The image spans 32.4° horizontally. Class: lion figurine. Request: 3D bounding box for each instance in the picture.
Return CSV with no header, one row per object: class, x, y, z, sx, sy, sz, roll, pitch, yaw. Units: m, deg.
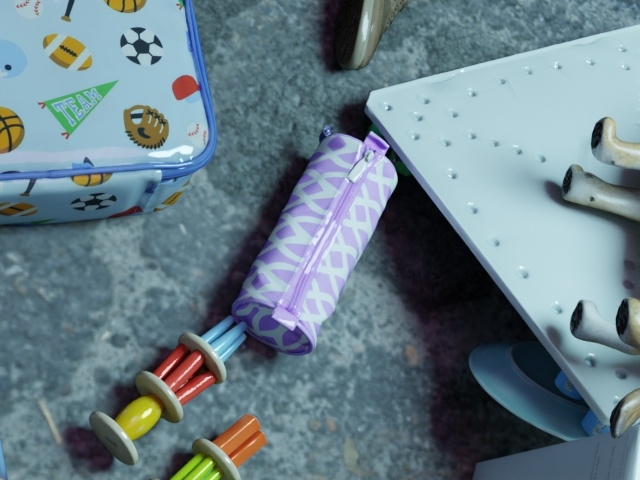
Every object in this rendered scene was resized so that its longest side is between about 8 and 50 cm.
lion figurine,0.334,0.013,0.900,0.240,0.142,0.392,13,51,-3

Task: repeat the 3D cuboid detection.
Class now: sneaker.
sneaker,0.064,-0.246,1.086,0.071,0.066,0.188,17,67,-20

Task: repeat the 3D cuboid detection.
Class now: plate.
plate,0.224,0.131,0.981,0.188,0.188,0.024,12,109,-20

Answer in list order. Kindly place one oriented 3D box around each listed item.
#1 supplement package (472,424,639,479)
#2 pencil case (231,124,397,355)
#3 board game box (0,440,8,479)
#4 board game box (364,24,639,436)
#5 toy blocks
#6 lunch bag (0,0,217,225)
supplement package,0.229,0.248,0.892,0.139,0.244,0.133,22,65,-16
pencil case,0.000,0.000,0.962,0.086,0.088,0.206,34,63,-15
board game box,-0.292,0.150,0.761,0.136,0.035,0.201,-3,48,-25
board game box,0.291,-0.033,1.049,0.390,0.050,0.390,-18,58,-28
toy blocks,-0.093,0.140,0.891,0.148,0.054,0.123,-41,92,-30
lunch bag,-0.246,-0.137,0.884,0.303,0.115,0.243,-3,72,-26
